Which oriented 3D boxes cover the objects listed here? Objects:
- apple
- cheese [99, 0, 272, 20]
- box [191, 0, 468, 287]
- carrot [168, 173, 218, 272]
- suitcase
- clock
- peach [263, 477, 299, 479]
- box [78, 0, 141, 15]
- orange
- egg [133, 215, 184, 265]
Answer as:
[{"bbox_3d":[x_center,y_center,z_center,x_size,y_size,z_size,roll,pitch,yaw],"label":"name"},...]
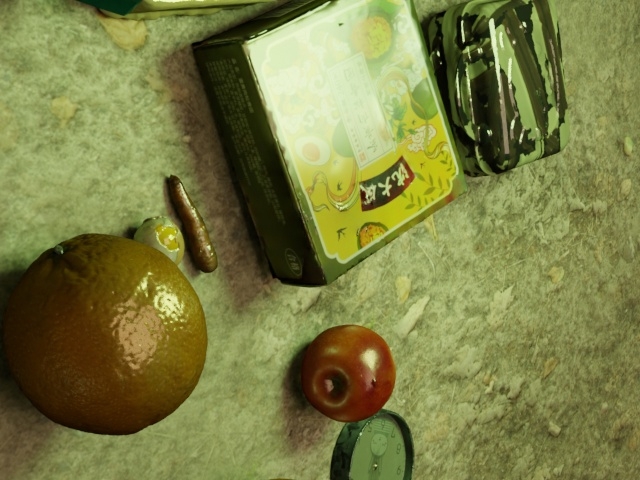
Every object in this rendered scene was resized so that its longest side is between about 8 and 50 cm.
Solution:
[{"bbox_3d":[0.046,0.225,1.854,0.139,0.163,0.163,-28,113,-56],"label":"apple"},{"bbox_3d":[-0.195,-0.446,1.567,0.384,0.104,0.384,-3,93,-51],"label":"cheese"},{"bbox_3d":[0.029,-0.189,1.780,0.373,0.138,0.420,-32,112,-37],"label":"box"},{"bbox_3d":[-0.190,-0.025,1.647,0.036,0.036,0.165,-38,118,-44],"label":"carrot"},{"bbox_3d":[0.327,-0.305,2.166,0.339,0.194,0.351,-21,107,-43],"label":"suitcase"},{"bbox_3d":[0.100,0.413,2.020,0.215,0.042,0.215,-3,94,-52],"label":"clock"},{"bbox_3d":[-0.067,0.474,1.677,0.231,0.231,0.231,-3,93,-52],"label":"peach"},{"bbox_3d":[-0.323,-0.389,1.345,0.245,0.092,0.153,16,78,-25],"label":"box"},{"bbox_3d":[-0.271,0.114,1.393,0.264,0.264,0.264,-3,93,-52],"label":"orange"},{"bbox_3d":[-0.228,0.008,1.570,0.071,0.071,0.083,-56,133,-34],"label":"egg"}]
